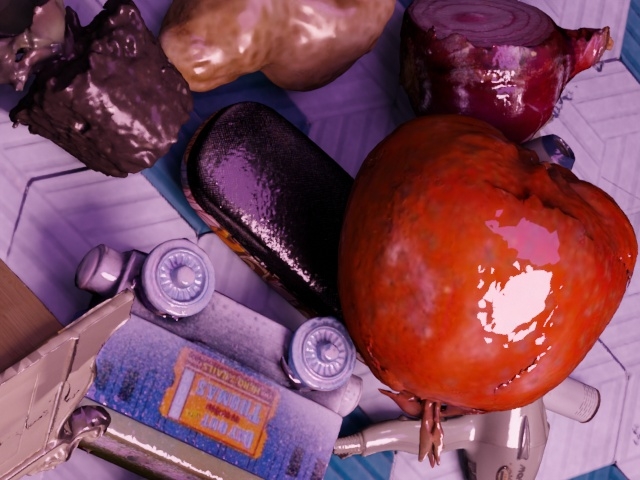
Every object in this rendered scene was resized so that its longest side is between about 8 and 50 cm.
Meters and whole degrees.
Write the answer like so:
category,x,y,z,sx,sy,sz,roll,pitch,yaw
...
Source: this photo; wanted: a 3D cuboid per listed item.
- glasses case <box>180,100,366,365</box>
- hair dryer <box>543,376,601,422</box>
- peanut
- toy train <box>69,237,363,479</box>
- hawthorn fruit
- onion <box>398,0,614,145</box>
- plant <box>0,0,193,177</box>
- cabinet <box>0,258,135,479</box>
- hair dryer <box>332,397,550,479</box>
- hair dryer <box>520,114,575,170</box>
category,x,y,z,sx,sy,sz,roll,pitch,yaw
glasses case,0.000,0.000,1.846,0.321,0.082,0.122,43,61,-20
hair dryer,0.227,0.081,1.999,0.155,0.044,0.183,23,65,-27
peanut,-0.043,-0.208,1.839,0.253,0.122,0.137,-6,92,-29
toy train,-0.103,0.130,1.735,0.299,0.131,0.202,28,70,-23
hawthorn fruit,0.132,0.052,1.734,0.276,0.276,0.307,21,88,-26
onion,0.188,-0.169,1.924,0.218,0.195,0.140,-6,109,-15
plant,-0.215,-0.150,1.718,0.203,0.131,0.142,51,61,-24
cabinet,-0.356,0.086,1.484,0.290,0.227,0.318,44,56,16
hair dryer,0.141,0.140,1.878,0.225,0.088,0.219,22,94,-26
hair dryer,0.181,-0.061,1.980,0.167,0.199,0.067,-42,103,11
